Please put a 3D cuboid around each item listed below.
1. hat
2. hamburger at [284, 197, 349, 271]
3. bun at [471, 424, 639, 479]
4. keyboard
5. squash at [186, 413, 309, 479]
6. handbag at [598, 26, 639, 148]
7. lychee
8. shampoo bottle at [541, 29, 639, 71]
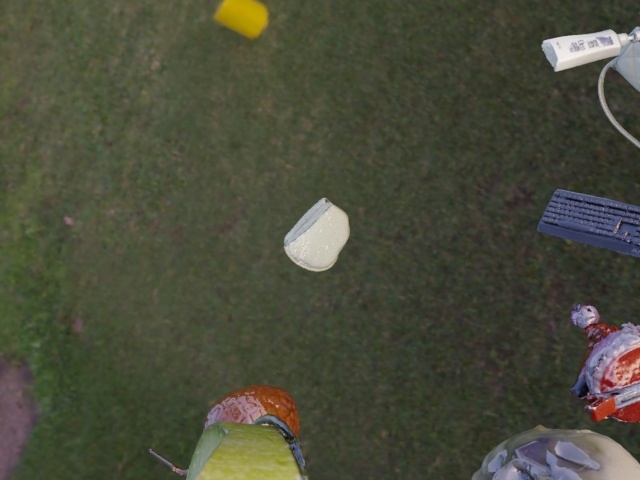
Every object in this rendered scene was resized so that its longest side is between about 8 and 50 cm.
[{"bbox_3d":[0.369,0.147,1.298,0.140,0.129,0.227,-36,21,4],"label":"hat"},{"bbox_3d":[-0.002,0.000,1.635,0.121,0.084,0.054,-45,25,-20],"label":"hamburger"},{"bbox_3d":[0.249,0.314,1.108,0.273,0.168,0.273,-26,23,12],"label":"bun"},{"bbox_3d":[0.393,-0.026,1.415,0.196,0.015,0.074,19,73,50],"label":"keyboard"},{"bbox_3d":[-0.094,0.249,0.831,0.220,0.133,0.220,-169,90,-74],"label":"squash"},{"bbox_3d":[0.538,-0.212,1.483,0.256,0.079,0.219,48,125,13],"label":"handbag"},{"bbox_3d":[-0.083,0.210,1.054,0.140,0.101,0.114,-55,52,16],"label":"lychee"},{"bbox_3d":[0.387,-0.274,1.420,0.034,0.141,0.049,85,168,-47],"label":"shampoo bottle"}]
